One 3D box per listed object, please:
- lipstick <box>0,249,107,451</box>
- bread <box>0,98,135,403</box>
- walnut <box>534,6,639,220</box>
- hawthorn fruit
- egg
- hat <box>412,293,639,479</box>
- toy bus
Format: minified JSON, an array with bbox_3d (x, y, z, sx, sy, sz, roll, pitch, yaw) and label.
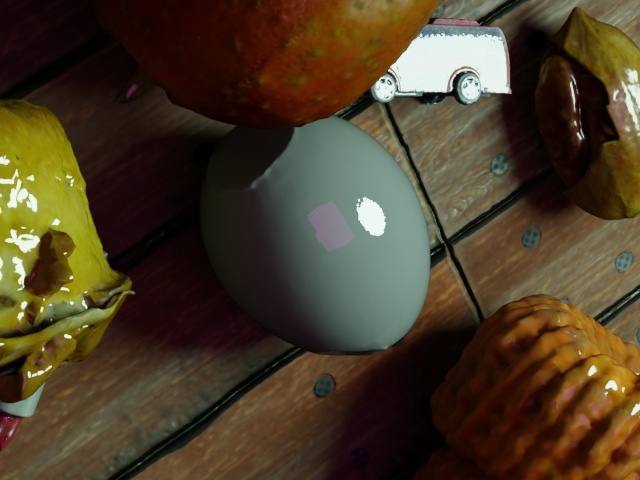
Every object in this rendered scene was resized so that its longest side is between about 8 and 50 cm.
[{"bbox_3d":[-0.231,0.086,1.396,0.063,0.057,0.186,17,96,-32],"label":"lipstick"},{"bbox_3d":[-0.312,0.011,1.158,0.337,0.358,0.204,-18,101,-41],"label":"bread"},{"bbox_3d":[0.255,-0.114,1.593,0.116,0.116,0.207,-25,112,-23],"label":"walnut"},{"bbox_3d":[-0.049,-0.208,1.310,0.300,0.275,0.275,-46,121,8],"label":"hawthorn fruit"},{"bbox_3d":[0.000,0.000,1.435,0.176,0.176,0.232,-42,127,-15],"label":"egg"},{"bbox_3d":[0.192,0.268,1.563,0.285,0.285,0.400,31,89,-31],"label":"hat"},{"bbox_3d":[0.074,-0.154,1.507,0.192,0.065,0.077,-3,96,-29],"label":"toy bus"}]
